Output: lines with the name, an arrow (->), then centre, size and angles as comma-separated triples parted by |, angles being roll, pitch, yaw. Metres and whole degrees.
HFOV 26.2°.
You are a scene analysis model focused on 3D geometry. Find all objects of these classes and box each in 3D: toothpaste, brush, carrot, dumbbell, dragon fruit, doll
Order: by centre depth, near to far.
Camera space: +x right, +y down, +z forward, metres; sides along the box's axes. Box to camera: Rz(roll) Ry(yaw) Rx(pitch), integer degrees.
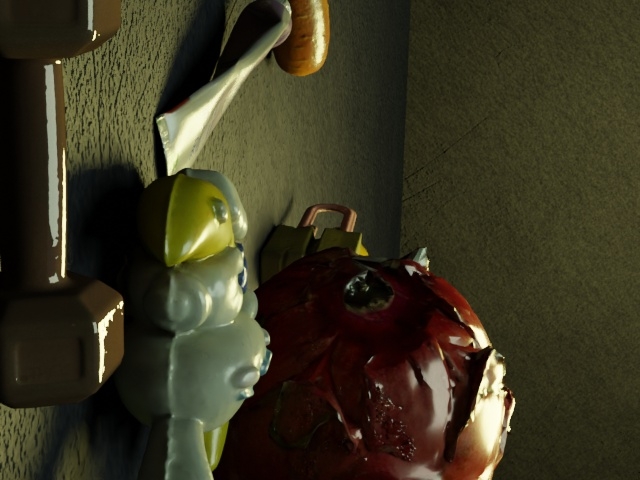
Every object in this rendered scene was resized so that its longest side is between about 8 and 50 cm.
dumbbell -> -0.141, -0.036, 0.671 | 0.082, 0.092, 0.231 | -147, -125, -65
doll -> -0.089, 0.068, 0.976 | 0.252, 0.111, 0.237 | -90, -177, -77
toothpaste -> -0.080, -0.138, 1.175 | 0.075, 0.048, 0.301 | -59, -177, 37
dragon fruit -> 0.026, 0.160, 1.232 | 0.295, 0.295, 0.302 | -77, 180, -50
carrot -> -0.027, -0.268, 1.431 | 0.067, 0.067, 0.225 | -75, 164, -53
brush -> 0.000, 0.000, 1.593 | 0.233, 0.103, 0.047 | -66, 161, -70

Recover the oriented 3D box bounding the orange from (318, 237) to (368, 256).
orange -> 0.022, 0.033, 1.809 | 0.095, 0.085, 0.085 | -49, 142, -64
